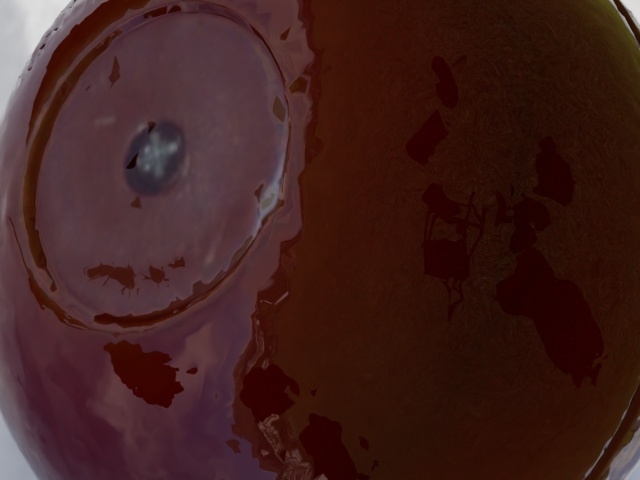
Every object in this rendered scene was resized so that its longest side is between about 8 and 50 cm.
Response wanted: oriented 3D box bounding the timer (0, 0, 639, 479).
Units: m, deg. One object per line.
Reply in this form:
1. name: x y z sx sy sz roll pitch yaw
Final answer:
1. timer: 0.000 0.000 0.609 0.279 0.378 0.378 21 -117 -53
